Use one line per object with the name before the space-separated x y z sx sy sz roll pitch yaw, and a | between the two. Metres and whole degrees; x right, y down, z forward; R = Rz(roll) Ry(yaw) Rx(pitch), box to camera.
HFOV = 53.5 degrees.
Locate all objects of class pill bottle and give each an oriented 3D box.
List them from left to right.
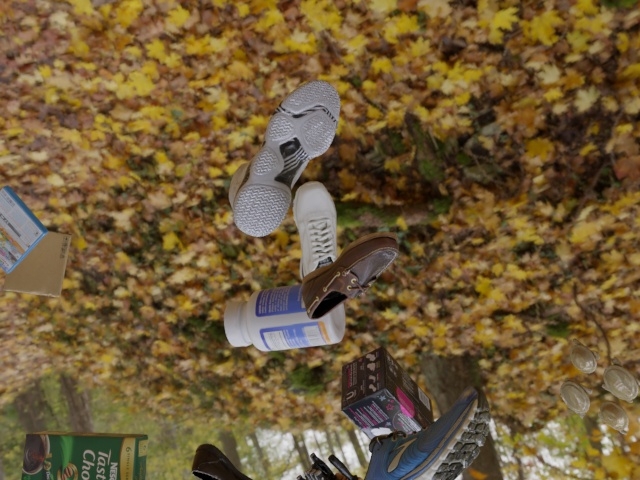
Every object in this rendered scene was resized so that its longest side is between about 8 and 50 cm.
pill bottle | -0.088 0.187 1.542 0.272 0.152 0.152 -9 173 16

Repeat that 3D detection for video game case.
video game case | -0.629 -0.019 1.278 0.166 0.119 0.015 -36 -173 31

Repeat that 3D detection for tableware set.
tableware set | 0.497 0.265 1.138 0.020 0.169 0.141 -20 -146 -28

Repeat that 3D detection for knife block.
knife block | 0.079 0.607 1.471 0.088 0.275 0.242 -52 155 -32

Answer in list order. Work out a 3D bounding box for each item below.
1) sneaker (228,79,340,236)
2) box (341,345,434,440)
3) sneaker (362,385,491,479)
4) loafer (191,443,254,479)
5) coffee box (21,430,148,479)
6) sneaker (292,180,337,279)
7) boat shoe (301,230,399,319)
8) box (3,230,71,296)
sneaker | -0.095 -0.183 1.403 0.366 0.137 0.210 -62 -162 -5
box | 0.176 0.429 1.659 0.142 0.247 0.163 -31 -154 20
sneaker | 0.160 0.372 1.114 0.330 0.147 0.130 -47 142 1
loafer | -0.198 0.537 1.363 0.080 0.220 0.078 -43 -174 38
coffee box | -0.340 0.334 0.913 0.184 0.113 0.040 -1 168 14
sneaker | 0.000 0.000 1.248 0.090 0.235 0.095 -10 -157 -7
boat shoe | 0.048 0.060 0.989 0.073 0.073 0.207 19 140 -31
box | -0.869 0.065 1.954 0.164 0.201 0.021 11 -178 -23
